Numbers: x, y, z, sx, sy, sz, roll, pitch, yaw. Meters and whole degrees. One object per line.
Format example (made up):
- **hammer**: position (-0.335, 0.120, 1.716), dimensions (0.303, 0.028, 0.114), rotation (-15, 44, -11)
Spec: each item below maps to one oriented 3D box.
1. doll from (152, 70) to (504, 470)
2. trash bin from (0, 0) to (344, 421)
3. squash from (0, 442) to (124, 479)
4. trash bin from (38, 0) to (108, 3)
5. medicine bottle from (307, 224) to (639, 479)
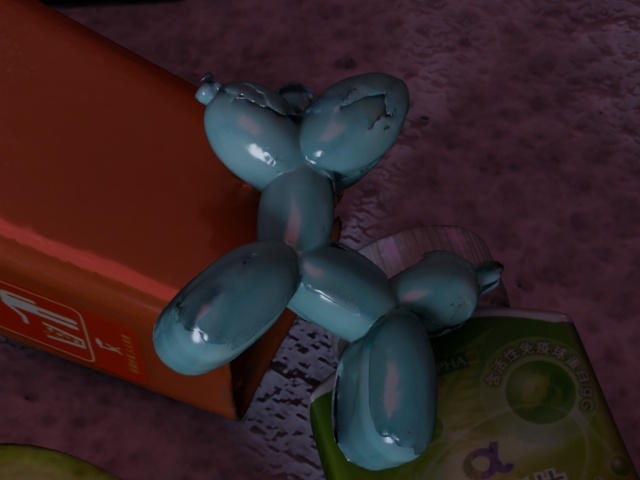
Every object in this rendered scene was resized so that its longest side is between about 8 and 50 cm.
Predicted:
- **doll**: position (0.000, 0.000, 0.657), dimensions (0.159, 0.059, 0.158), rotation (34, 63, -7)
- **trash bin**: position (-0.112, -0.030, 0.774), dimensions (0.239, 0.161, 0.184), rotation (22, 66, 10)
- **squash**: position (-0.161, 0.204, 0.666), dimensions (0.252, 0.049, 0.252), rotation (1, 49, -2)
- **trash bin**: position (-0.164, -0.244, 0.855), dimensions (0.165, 0.225, 0.115), rotation (-1, 59, 7)
- **medicine bottle**: position (0.066, 0.094, 0.710), dimensions (0.132, 0.088, 0.188), rotation (-18, 60, -2)
